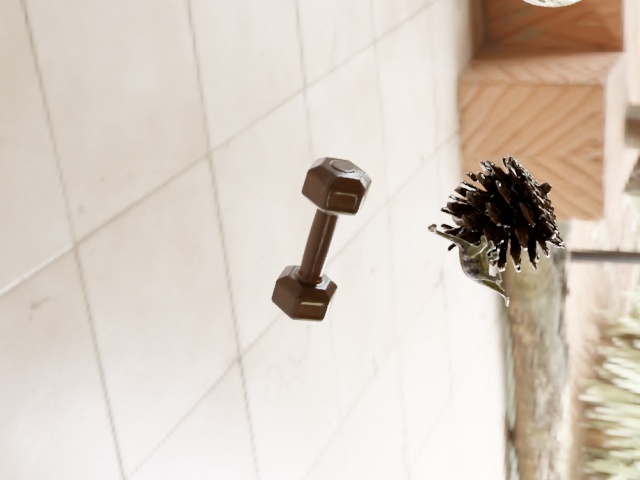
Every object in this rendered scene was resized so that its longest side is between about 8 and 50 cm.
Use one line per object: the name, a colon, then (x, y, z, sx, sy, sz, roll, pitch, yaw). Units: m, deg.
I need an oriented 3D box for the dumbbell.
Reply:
dumbbell: (0.000, 0.000, 1.435, 0.082, 0.092, 0.231, -114, -146, -54)

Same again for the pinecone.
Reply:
pinecone: (0.289, -0.035, 1.724, 0.208, 0.208, 0.207, 4, 90, -66)

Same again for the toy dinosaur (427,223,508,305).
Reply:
toy dinosaur: (0.207, 0.029, 1.362, 0.180, 0.058, 0.037, 50, 42, -23)

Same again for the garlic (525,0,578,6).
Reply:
garlic: (0.279, -0.359, 1.359, 0.207, 0.128, 0.115, 22, 50, -40)
